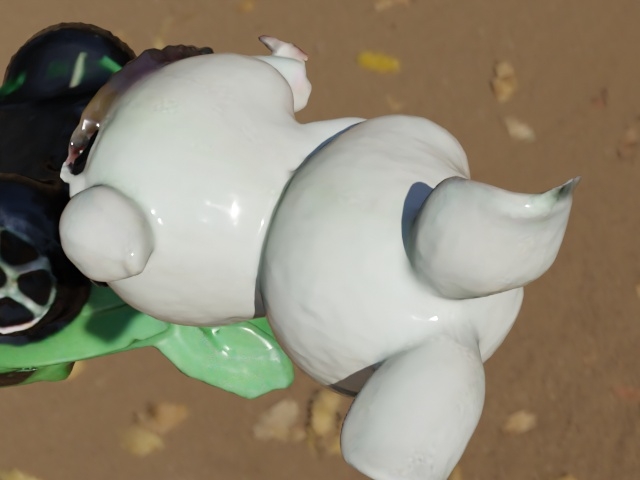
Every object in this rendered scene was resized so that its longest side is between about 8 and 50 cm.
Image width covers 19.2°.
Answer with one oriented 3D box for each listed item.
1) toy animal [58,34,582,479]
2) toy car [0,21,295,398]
[{"bbox_3d":[0.003,0.000,0.420,0.124,0.085,0.071,23,101,29],"label":"toy animal"},{"bbox_3d":[-0.195,0.004,1.107,0.359,0.176,0.213,-10,31,15],"label":"toy car"}]
